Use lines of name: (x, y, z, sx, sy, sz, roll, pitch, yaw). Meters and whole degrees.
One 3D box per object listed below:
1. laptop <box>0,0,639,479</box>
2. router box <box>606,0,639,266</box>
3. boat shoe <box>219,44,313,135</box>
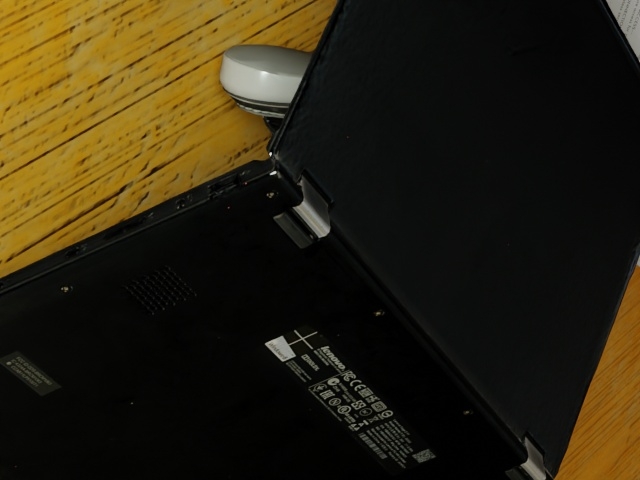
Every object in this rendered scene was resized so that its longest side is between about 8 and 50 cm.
laptop: (0.000, 0.000, 1.101, 0.408, 0.236, 0.382, -24, 139, 16)
router box: (0.285, -0.138, 1.290, 0.082, 0.301, 0.335, 11, 104, -37)
boat shoe: (0.008, -0.076, 1.153, 0.219, 0.078, 0.070, 2, 108, -57)
